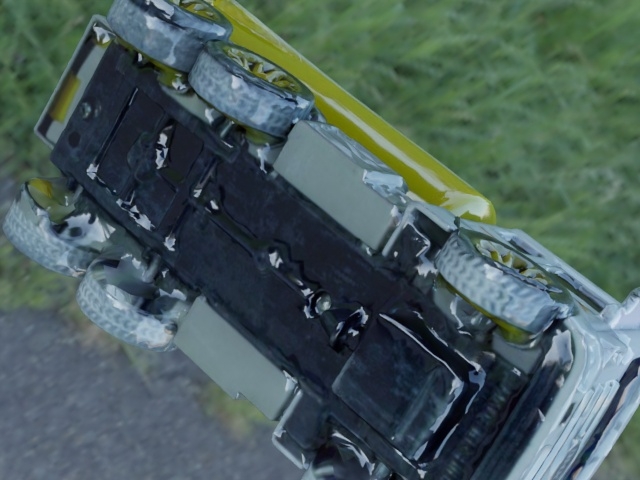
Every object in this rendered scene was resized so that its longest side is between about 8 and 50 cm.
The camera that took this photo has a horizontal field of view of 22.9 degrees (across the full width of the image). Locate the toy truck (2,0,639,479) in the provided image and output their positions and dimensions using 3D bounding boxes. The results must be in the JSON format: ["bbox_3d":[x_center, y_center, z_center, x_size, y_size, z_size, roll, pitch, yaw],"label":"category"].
[{"bbox_3d":[0.000,0.000,0.497,0.227,0.098,0.114,40,18,31],"label":"toy truck"}]
